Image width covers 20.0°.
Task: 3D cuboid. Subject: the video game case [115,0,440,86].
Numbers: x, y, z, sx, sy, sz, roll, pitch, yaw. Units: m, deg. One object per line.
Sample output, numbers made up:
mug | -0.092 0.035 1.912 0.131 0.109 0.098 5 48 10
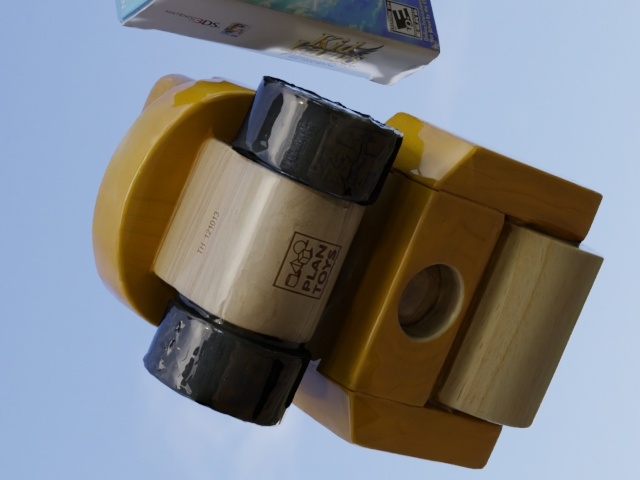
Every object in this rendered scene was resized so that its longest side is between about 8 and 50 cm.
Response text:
video game case | -0.043 -0.255 1.242 0.244 0.061 0.269 7 -116 -42

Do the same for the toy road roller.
toy road roller | 0.000 0.000 1.200 0.329 0.240 0.202 18 -82 -39
